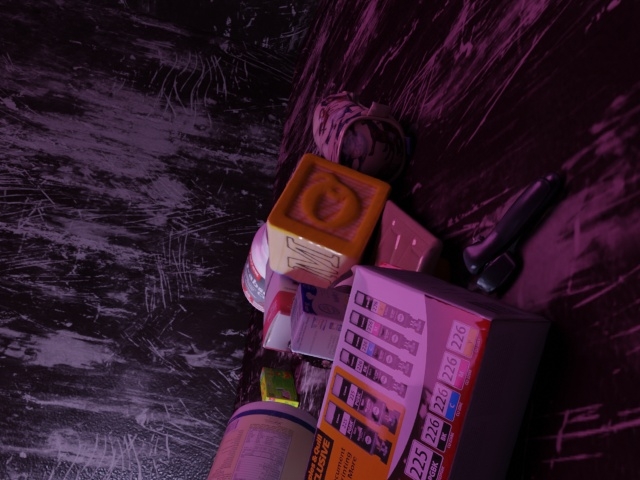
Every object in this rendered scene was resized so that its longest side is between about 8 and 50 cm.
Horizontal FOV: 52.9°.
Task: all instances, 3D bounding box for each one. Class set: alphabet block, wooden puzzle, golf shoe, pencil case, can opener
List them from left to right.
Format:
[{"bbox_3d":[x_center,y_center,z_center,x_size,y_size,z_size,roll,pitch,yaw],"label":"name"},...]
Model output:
[{"bbox_3d":[0.015,-0.024,1.302,0.197,0.194,0.192,94,-161,-61],"label":"alphabet block"},{"bbox_3d":[0.024,0.156,1.228,0.120,0.105,0.273,-60,2,-39],"label":"golf shoe"},{"bbox_3d":[0.083,-0.245,1.485,0.183,0.160,0.410,-64,16,14],"label":"pencil case"},{"bbox_3d":[0.131,0.118,1.116,0.348,0.081,0.322,-106,31,-75],"label":"wooden puzzle"},{"bbox_3d":[0.243,-0.014,0.813,0.059,0.073,0.186,-32,-25,-48],"label":"can opener"}]

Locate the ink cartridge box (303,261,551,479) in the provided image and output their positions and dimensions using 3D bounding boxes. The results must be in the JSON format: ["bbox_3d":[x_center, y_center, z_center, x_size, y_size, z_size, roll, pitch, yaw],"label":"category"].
[{"bbox_3d":[0.094,0.199,0.794,0.272,0.130,0.309,20,99,47],"label":"ink cartridge box"}]

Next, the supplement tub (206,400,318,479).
[{"bbox_3d":[-0.120,0.521,1.310,0.324,0.236,0.235,-72,4,-50],"label":"supplement tub"}]

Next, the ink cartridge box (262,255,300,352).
[{"bbox_3d":[-0.015,0.122,1.436,0.283,0.207,0.117,-95,23,-53],"label":"ink cartridge box"}]

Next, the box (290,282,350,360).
[{"bbox_3d":[0.025,0.134,1.029,0.126,0.137,0.072,-102,28,-72],"label":"box"}]

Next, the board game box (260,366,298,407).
[{"bbox_3d":[-0.123,0.435,1.874,0.181,0.092,0.043,-118,42,-72],"label":"board game box"}]

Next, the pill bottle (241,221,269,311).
[{"bbox_3d":[-0.095,0.057,1.765,0.363,0.210,0.210,118,160,-63],"label":"pill bottle"}]
